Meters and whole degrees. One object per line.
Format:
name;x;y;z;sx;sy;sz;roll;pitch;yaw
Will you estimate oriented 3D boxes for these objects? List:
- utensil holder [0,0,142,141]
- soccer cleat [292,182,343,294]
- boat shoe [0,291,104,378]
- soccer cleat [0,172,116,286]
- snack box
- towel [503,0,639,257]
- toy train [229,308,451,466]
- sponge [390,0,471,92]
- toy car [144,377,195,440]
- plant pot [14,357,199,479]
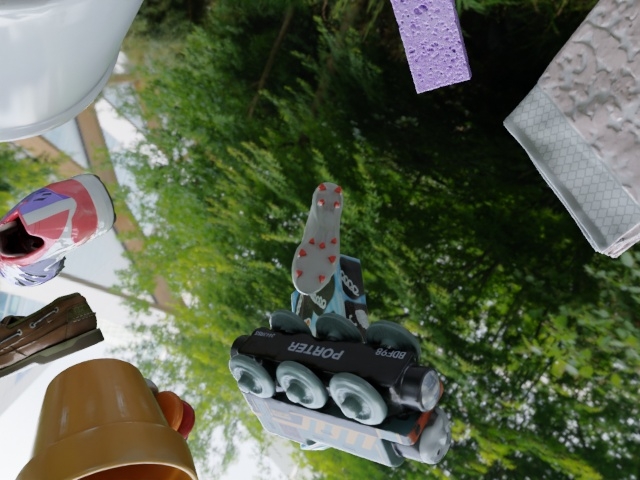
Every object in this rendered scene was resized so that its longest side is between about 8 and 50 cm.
utensil holder;-0.304;-0.270;0.451;0.328;0.327;0.385;14;174;-29
soccer cleat;0.000;0.000;0.862;0.068;0.196;0.076;13;155;-1
boat shoe;-0.532;0.179;0.964;0.111;0.307;0.104;-25;-86;-86
soccer cleat;-0.406;0.001;0.756;0.116;0.318;0.108;-27;-87;-50
snack box;0.020;0.210;1.035;0.060;0.187;0.321;14;-127;-29
towel;0.463;-0.189;0.842;0.053;0.317;0.331;-4;-125;-30
toy train;0.019;0.205;0.751;0.334;0.190;0.142;0;-145;38
sponge;0.229;-0.416;1.121;0.117;0.210;0.031;-7;-147;28
toy car;-0.302;0.344;1.002;0.136;0.182;0.159;0;-135;-36
plant pot;-0.276;0.260;0.689;0.205;0.205;0.188;11;-149;-35
